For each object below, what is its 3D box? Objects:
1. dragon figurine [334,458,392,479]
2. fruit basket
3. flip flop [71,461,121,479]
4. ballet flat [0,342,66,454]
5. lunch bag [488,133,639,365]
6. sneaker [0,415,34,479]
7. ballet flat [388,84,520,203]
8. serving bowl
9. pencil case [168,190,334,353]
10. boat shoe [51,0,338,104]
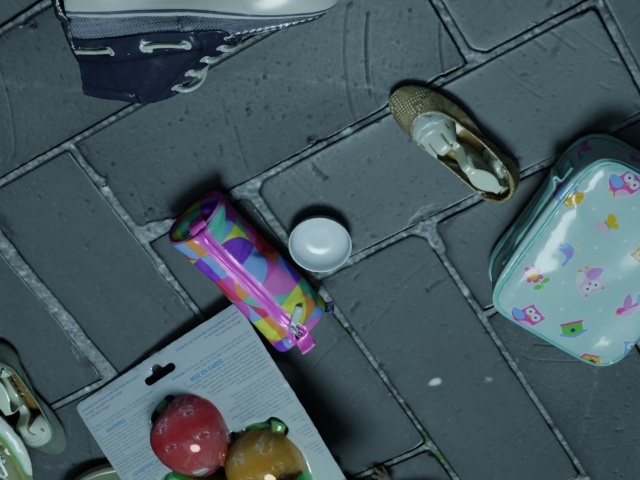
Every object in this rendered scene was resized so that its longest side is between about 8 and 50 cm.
[{"bbox_3d":[0.046,0.405,2.006,0.289,0.085,0.144,12,123,0],"label":"dragon figurine"},{"bbox_3d":[-0.135,0.306,1.905,0.327,0.165,0.353,-34,83,26],"label":"fruit basket"},{"bbox_3d":[-0.244,0.405,2.020,0.277,0.080,0.112,17,120,-9],"label":"flip flop"},{"bbox_3d":[-0.428,0.240,1.934,0.072,0.068,0.213,-17,119,11],"label":"ballet flat"},{"bbox_3d":[0.355,0.006,1.744,0.224,0.108,0.279,29,116,-9],"label":"lunch bag"},{"bbox_3d":[-0.558,0.267,1.867,0.158,0.182,0.410,-11,121,45],"label":"sneaker"},{"bbox_3d":[0.171,-0.117,1.699,0.206,0.067,0.073,34,117,-17],"label":"ballet flat"},{"bbox_3d":[0.000,0.000,1.799,0.083,0.027,0.083,1,121,2],"label":"serving bowl"},{"bbox_3d":[-0.091,0.043,1.787,0.104,0.104,0.236,-36,113,21],"label":"pencil case"},{"bbox_3d":[-0.141,-0.248,1.612,0.340,0.127,0.158,2,128,10],"label":"boat shoe"}]
